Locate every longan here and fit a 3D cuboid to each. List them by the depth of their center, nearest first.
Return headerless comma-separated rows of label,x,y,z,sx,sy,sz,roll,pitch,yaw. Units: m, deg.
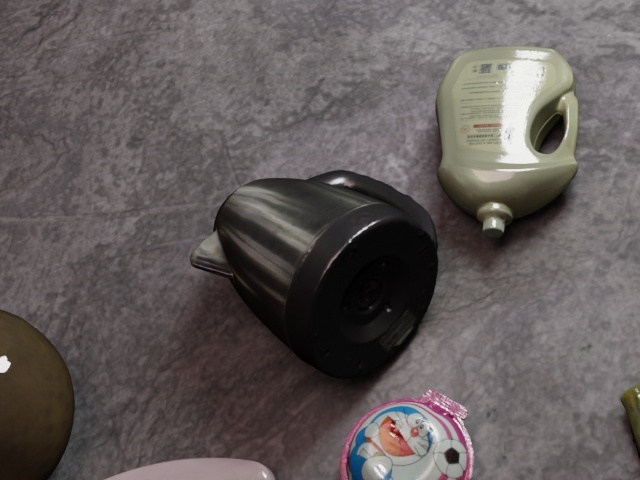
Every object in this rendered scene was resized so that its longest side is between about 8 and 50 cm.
longan,-0.416,0.209,1.410,0.258,0.258,0.258,-10,57,15

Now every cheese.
cheese,0.074,0.271,1.294,0.155,0.062,0.244,30,74,31

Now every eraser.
eraser,-0.165,0.322,1.353,0.243,0.059,0.204,-31,54,6

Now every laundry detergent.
laundry detergent,0.227,-0.118,1.456,0.181,0.091,0.253,1,60,15

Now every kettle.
kettle,-0.012,-0.001,1.414,0.271,0.207,0.250,30,80,41

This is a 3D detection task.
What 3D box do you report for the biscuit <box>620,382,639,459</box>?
biscuit,0.392,0.279,1.183,0.099,0.038,0.322,-17,55,7
